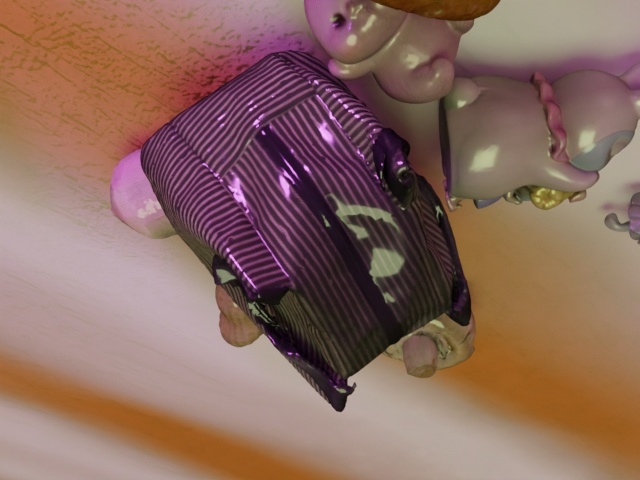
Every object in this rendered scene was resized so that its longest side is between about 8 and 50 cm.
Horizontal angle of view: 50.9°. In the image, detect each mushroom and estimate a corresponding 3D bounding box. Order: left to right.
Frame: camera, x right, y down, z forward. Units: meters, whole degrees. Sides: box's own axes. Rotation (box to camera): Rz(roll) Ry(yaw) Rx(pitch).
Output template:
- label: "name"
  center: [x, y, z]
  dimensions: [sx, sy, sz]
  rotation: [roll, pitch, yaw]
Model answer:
- label: "mushroom"
  center: [0.146, 0.133, 0.962]
  dimensions: [0.154, 0.123, 0.154]
  rotation: [7, 145, 5]

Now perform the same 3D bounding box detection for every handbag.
- label: "handbag"
  center: [0.000, 0.000, 0.694]
  dimensions: [0.247, 0.240, 0.341]
  rotation: [-33, 136, -2]

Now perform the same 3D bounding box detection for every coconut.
- label: "coconut"
  center: [-0.189, -0.055, 0.783]
  dimensions: [0.124, 0.110, 0.110]
  rotation: [-20, 134, 16]

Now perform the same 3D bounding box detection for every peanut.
- label: "peanut"
  center: [-0.108, 0.087, 0.962]
  dimensions: [0.082, 0.082, 0.187]
  rotation: [4, 138, 0]

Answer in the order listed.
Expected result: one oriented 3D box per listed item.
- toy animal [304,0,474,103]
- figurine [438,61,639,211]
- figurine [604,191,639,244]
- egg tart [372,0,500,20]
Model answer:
- label: "toy animal"
  center: [0.028, -0.204, 0.581]
  dimensions: [0.212, 0.124, 0.124]
  rotation: [26, 135, -29]
- label: "figurine"
  center: [0.243, -0.103, 0.677]
  dimensions: [0.235, 0.127, 0.155]
  rotation: [-5, 120, 6]
- label: "figurine"
  center: [0.399, -0.019, 0.802]
  dimensions: [0.094, 0.086, 0.082]
  rotation: [-32, 163, -21]
- label: "egg tart"
  center: [0.075, -0.248, 0.432]
  dimensions: [0.215, 0.215, 0.171]
  rotation: [12, 125, -9]
